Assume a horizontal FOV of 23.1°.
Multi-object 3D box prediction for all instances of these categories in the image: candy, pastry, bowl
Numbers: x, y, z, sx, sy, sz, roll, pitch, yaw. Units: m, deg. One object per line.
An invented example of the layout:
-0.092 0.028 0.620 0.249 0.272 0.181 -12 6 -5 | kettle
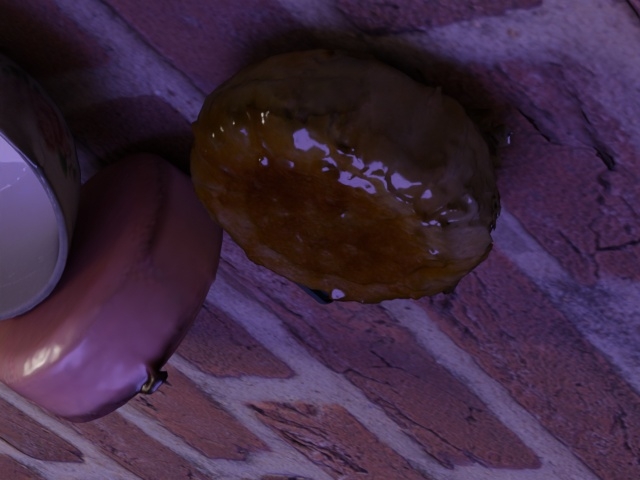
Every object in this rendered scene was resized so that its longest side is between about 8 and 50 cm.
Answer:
-0.185 0.042 1.368 0.094 0.255 0.255 36 150 -26 | candy
0.020 -0.053 1.196 0.257 0.121 0.236 14 149 18 | pastry
-0.321 -0.072 1.332 0.277 0.145 0.277 8 132 9 | bowl

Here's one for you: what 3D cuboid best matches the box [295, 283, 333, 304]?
0.000 0.000 1.367 0.054 0.074 0.099 -23 132 36 | box
